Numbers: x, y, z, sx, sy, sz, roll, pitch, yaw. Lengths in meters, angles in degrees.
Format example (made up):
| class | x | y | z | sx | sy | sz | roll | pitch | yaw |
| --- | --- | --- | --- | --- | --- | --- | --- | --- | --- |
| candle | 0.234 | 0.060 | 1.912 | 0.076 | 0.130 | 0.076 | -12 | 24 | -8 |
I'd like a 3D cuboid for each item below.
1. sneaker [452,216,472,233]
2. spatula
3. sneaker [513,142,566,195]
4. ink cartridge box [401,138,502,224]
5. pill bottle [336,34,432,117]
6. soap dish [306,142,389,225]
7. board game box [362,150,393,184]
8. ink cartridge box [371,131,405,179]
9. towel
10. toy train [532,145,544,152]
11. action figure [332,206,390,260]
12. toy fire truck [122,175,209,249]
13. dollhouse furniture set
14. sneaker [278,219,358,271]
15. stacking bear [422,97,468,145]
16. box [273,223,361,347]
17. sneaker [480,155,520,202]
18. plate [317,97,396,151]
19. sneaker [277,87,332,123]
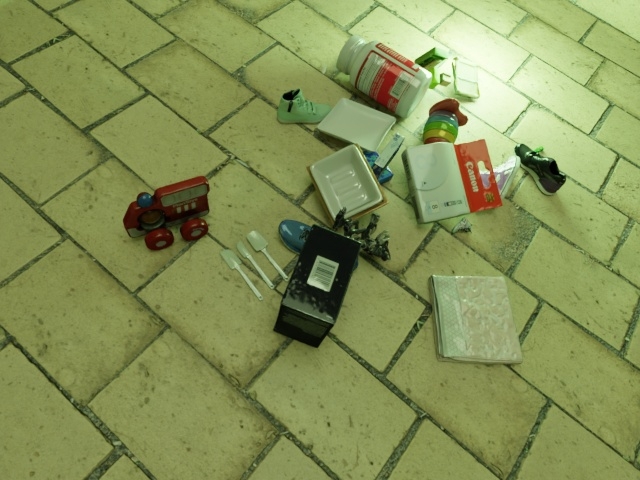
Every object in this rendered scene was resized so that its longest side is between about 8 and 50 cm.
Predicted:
| class | x | y | z | sx | sy | sz | roll | pitch | yaw |
| --- | --- | --- | --- | --- | --- | --- | --- | --- | --- |
| sneaker | 0.590 | -0.047 | 1.817 | 0.069 | 0.038 | 0.098 | 43 | 64 | 14 |
| spatula | -0.233 | 0.088 | 1.617 | 0.168 | 0.019 | 0.242 | -33 | 72 | -24 |
| sneaker | 1.001 | -0.351 | 1.997 | 0.107 | 0.124 | 0.283 | -23 | 68 | -20 |
| ink cartridge box | 0.551 | -0.253 | 1.812 | 0.384 | 0.091 | 0.308 | -12 | 85 | -6 |
| pill bottle | 0.285 | -0.762 | 2.033 | 0.407 | 0.229 | 0.229 | 36 | 63 | 10 |
| soap dish | 0.105 | -0.209 | 1.734 | 0.228 | 0.118 | 0.291 | -26 | 71 | 4 |
| board game box | 0.178 | -0.290 | 1.869 | 0.210 | 0.047 | 0.160 | -26 | 70 | -20 |
| ink cartridge box | 0.273 | -0.346 | 1.832 | 0.046 | 0.097 | 0.207 | 32 | 60 | 7 |
| towel | 0.568 | 0.283 | 1.633 | 0.316 | 0.053 | 0.332 | 4 | 63 | -8 |
| toy train | 1.032 | -0.429 | 2.106 | 0.083 | 0.017 | 0.024 | -24 | 59 | -20 |
| action figure | 0.184 | -0.020 | 1.613 | 0.275 | 0.141 | 0.164 | 26 | 20 | -36 |
| toy fire truck | -0.532 | -0.110 | 1.536 | 0.302 | 0.254 | 0.169 | -18 | 67 | -18 |
| dollhouse furniture set | 0.634 | -0.806 | 2.210 | 0.301 | 0.151 | 0.198 | 6 | 82 | -26 |
| sneaker | 0.000 | 0.000 | 1.630 | 0.329 | 0.147 | 0.130 | 25 | 61 | 5 |
| stacking bear | 0.529 | -0.448 | 1.954 | 0.164 | 0.175 | 0.289 | 0 | 65 | 41 |
| box | -0.014 | 0.158 | 1.460 | 0.182 | 0.294 | 0.296 | 22 | 61 | 0 |
| sneaker | 0.767 | -0.298 | 1.946 | 0.161 | 0.102 | 0.282 | 30 | 62 | 10 |
| plate | 0.162 | -0.506 | 1.958 | 0.277 | 0.045 | 0.278 | 24 | 53 | 11 |
| sneaker | -0.058 | -0.590 | 1.928 | 0.255 | 0.151 | 0.094 | -11 | 63 | -16 |
